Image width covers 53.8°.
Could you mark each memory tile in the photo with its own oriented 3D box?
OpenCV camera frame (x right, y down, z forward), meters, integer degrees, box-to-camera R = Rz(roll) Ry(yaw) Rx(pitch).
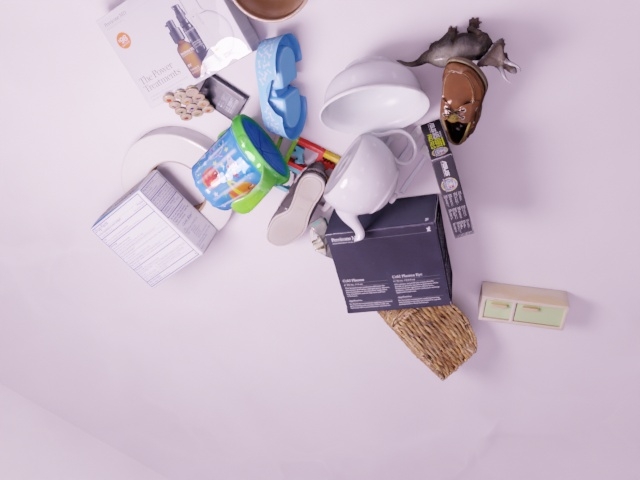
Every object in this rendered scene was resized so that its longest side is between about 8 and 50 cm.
[{"bbox_3d":[-0.385,-0.400,1.853,0.113,0.012,0.148,-16,159,10],"label":"memory tile"}]

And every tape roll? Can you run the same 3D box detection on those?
[{"bbox_3d":[-0.460,-0.181,2.069,0.392,0.072,0.392,6,123,9],"label":"tape roll"}]

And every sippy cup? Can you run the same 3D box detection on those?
[{"bbox_3d":[-0.244,-0.210,1.839,0.224,0.305,0.240,-34,99,15],"label":"sippy cup"}]

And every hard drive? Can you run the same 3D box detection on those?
[{"bbox_3d":[-0.295,-0.430,1.895,0.135,0.022,0.094,33,124,-9],"label":"hard drive"}]

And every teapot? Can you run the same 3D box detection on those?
[{"bbox_3d":[0.143,-0.173,1.813,0.187,0.252,0.256,30,139,-11],"label":"teapot"}]

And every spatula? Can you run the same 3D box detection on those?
[{"bbox_3d":[0.250,-0.251,1.888,0.168,0.019,0.242,27,124,-7],"label":"spatula"}]

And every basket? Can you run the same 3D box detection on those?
[{"bbox_3d":[0.372,0.286,2.169,0.213,0.223,0.299,-43,108,-3],"label":"basket"}]

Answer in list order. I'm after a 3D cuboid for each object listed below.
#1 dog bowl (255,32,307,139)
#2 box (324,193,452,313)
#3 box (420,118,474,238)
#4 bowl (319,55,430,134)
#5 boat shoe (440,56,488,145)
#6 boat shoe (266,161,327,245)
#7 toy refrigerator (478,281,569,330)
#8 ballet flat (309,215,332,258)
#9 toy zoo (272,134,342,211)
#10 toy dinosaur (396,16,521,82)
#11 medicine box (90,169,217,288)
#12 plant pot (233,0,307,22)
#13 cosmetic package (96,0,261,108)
[{"bbox_3d":[-0.112,-0.430,1.775,0.074,0.166,0.297,9,126,22],"label":"dog bowl"},{"bbox_3d":[0.225,0.045,1.992,0.343,0.179,0.312,-6,122,17],"label":"box"},{"bbox_3d":[0.357,-0.174,1.776,0.060,0.216,0.270,-17,123,11],"label":"box"},{"bbox_3d":[0.139,-0.405,1.706,0.298,0.298,0.134,-10,76,19],"label":"bowl"},{"bbox_3d":[0.368,-0.351,1.641,0.111,0.104,0.307,20,166,25],"label":"boat shoe"},{"bbox_3d":[-0.068,-0.110,1.986,0.112,0.095,0.335,28,131,-9],"label":"boat shoe"},{"bbox_3d":[0.657,0.215,2.054,0.270,0.094,0.102,7,124,9],"label":"toy refrigerator"},{"bbox_3d":[0.000,0.000,2.045,0.068,0.072,0.213,-27,146,-9],"label":"ballet flat"},{"bbox_3d":[-0.033,-0.209,1.974,0.293,0.030,0.192,26,125,-4],"label":"toy zoo"},{"bbox_3d":[0.351,-0.493,1.619,0.314,0.160,0.121,4,123,9],"label":"toy dinosaur"},{"bbox_3d":[-0.539,-0.033,2.052,0.263,0.149,0.289,-31,111,29],"label":"medicine box"},{"bbox_3d":[-0.123,-0.696,1.627,0.237,0.109,0.237,6,125,9],"label":"plant pot"},{"bbox_3d":[-0.396,-0.580,1.767,0.377,0.097,0.284,-22,108,25],"label":"cosmetic package"}]
